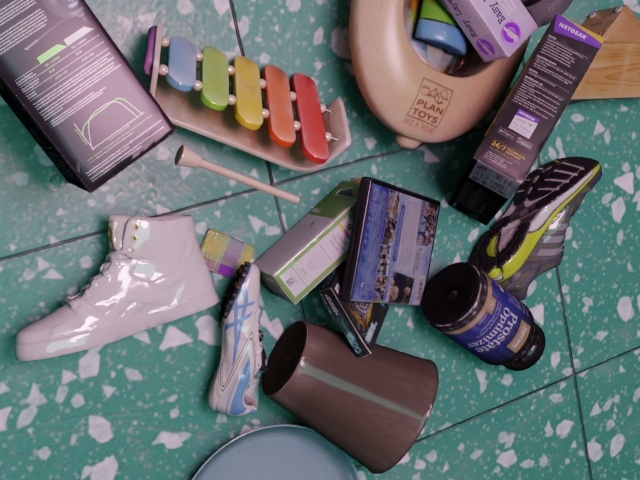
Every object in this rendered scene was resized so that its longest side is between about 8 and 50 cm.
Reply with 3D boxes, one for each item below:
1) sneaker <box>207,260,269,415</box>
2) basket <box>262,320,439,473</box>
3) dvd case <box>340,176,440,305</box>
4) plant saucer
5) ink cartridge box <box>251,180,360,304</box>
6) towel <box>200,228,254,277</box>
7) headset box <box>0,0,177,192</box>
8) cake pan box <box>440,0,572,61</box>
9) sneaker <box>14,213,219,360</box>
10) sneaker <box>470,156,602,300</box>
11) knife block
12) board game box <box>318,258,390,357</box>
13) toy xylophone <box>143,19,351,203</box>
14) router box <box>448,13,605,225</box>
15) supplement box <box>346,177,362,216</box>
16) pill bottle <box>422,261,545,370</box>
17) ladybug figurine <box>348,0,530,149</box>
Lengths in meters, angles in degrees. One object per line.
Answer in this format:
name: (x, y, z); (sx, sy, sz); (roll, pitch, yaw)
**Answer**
sneaker: (-0.114, 0.148, 1.239); (0.086, 0.085, 0.237); (8, 99, -11)
basket: (0.038, 0.228, 1.284); (0.227, 0.154, 0.204); (30, 94, -20)
dvd case: (0.115, 0.009, 1.282); (0.253, 0.022, 0.180); (11, 89, -58)
plant saucer: (-0.082, 0.443, 1.312); (0.317, 0.043, 0.318); (-2, 96, -23)
ink cartridge box: (0.000, 0.000, 1.260); (0.209, 0.109, 0.062); (-43, 111, -14)
towel: (-0.146, 0.022, 1.254); (0.083, 0.009, 0.060); (21, 87, -25)
headset box: (-0.335, -0.213, 1.018); (0.131, 0.246, 0.283); (-39, 108, -14)
cake pan box: (0.260, -0.427, 1.170); (0.246, 0.070, 0.267); (-44, 111, -11)
sneaker: (-0.297, 0.051, 1.147); (0.292, 0.108, 0.169); (-19, 102, -30)
sneaker: (0.389, -0.025, 1.441); (0.300, 0.111, 0.121); (-47, 124, -8)
knife block: (0.547, -0.285, 1.475); (0.242, 0.088, 0.276); (43, 78, -21)
board game box: (0.062, 0.077, 1.276); (0.126, 0.026, 0.186); (60, 30, -18)
toy xylophone: (-0.103, -0.175, 1.155); (0.322, 0.236, 0.081); (13, 131, -31)
router box: (0.304, -0.170, 1.267); (0.081, 0.309, 0.243); (30, 82, 7)
supplement box: (0.092, -0.059, 1.332); (0.098, 0.036, 0.062); (17, 89, -24)
pill bottle: (0.281, 0.135, 1.381); (0.219, 0.123, 0.123); (34, 82, -34)
ladybug figurine: (0.175, -0.359, 1.265); (0.305, 0.162, 0.449); (19, 88, -25)
